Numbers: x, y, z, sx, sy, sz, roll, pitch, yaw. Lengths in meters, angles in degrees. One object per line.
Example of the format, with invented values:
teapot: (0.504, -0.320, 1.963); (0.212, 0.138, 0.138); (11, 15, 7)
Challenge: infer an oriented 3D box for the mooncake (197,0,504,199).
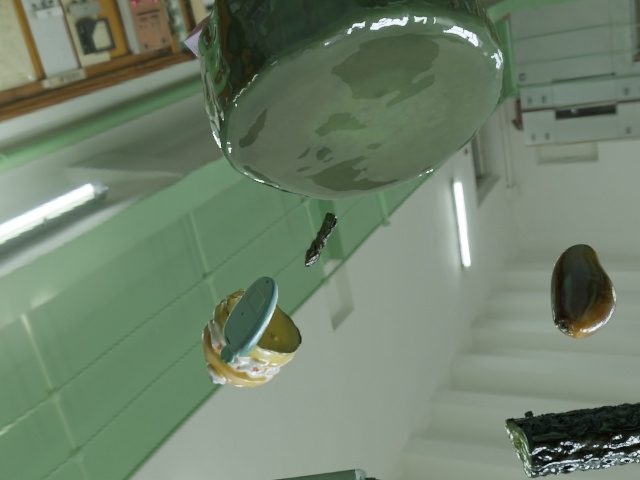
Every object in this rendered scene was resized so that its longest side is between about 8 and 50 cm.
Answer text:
mooncake: (0.030, -0.210, 0.858); (0.356, 0.356, 0.194); (-13, -118, -2)

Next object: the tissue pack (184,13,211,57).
tissue pack: (-0.178, -0.421, 1.639); (0.148, 0.246, 0.093); (-9, -136, 50)

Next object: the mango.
mango: (0.564, 0.112, 1.512); (0.133, 0.111, 0.268); (-8, -144, 26)

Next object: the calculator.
calculator: (-0.112, 0.124, 1.078); (0.153, 0.021, 0.095); (-56, -147, 9)

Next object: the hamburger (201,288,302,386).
hamburger: (-0.222, 0.302, 2.032); (0.237, 0.276, 0.276); (-50, -173, 23)

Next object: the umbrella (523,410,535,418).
umbrella: (0.506, 0.459, 1.627); (0.031, 0.036, 0.133); (-19, -118, 0)

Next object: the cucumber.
cucumber: (0.360, 0.218, 0.801); (0.299, 0.072, 0.072); (-5, -160, -7)

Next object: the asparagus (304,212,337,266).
asparagus: (-0.001, 0.000, 1.483); (0.030, 0.036, 0.165); (9, -138, 19)

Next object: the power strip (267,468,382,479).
power strip: (-0.023, 0.349, 0.993); (0.226, 0.080, 0.029); (-12, -118, 13)
